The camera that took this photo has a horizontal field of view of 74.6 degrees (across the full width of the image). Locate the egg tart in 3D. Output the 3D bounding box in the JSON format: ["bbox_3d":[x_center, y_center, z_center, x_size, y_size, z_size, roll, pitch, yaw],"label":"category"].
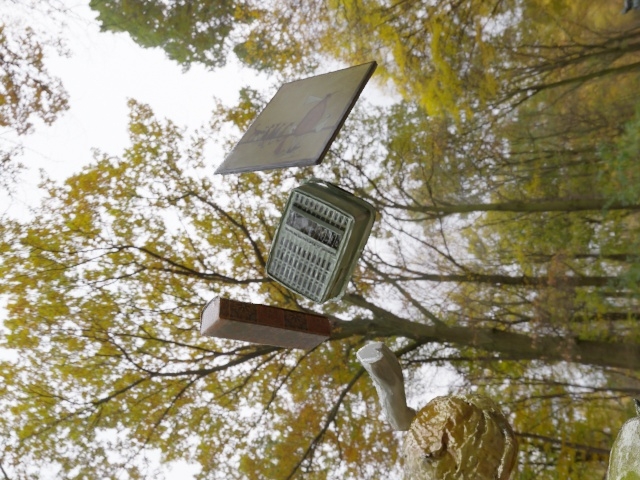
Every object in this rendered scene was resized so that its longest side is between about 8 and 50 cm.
[{"bbox_3d":[0.326,0.520,1.054,0.351,0.339,0.153,-44,-87,-14],"label":"egg tart"}]

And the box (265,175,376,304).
[{"bbox_3d":[0.000,0.000,1.064,0.166,0.221,0.290,-28,-38,-61],"label":"box"}]

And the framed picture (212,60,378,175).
[{"bbox_3d":[-0.046,-0.254,0.863,0.014,0.256,0.338,60,-136,-39],"label":"framed picture"}]

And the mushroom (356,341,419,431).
[{"bbox_3d":[0.212,0.464,1.303,0.328,0.122,0.159,65,-151,-17],"label":"mushroom"}]

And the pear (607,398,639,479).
[{"bbox_3d":[0.862,0.584,1.031,0.287,0.287,0.375,33,-137,-43],"label":"pear"}]

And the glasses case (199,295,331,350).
[{"bbox_3d":[-0.091,0.144,0.729,0.218,0.075,0.049,17,-133,-33],"label":"glasses case"}]
